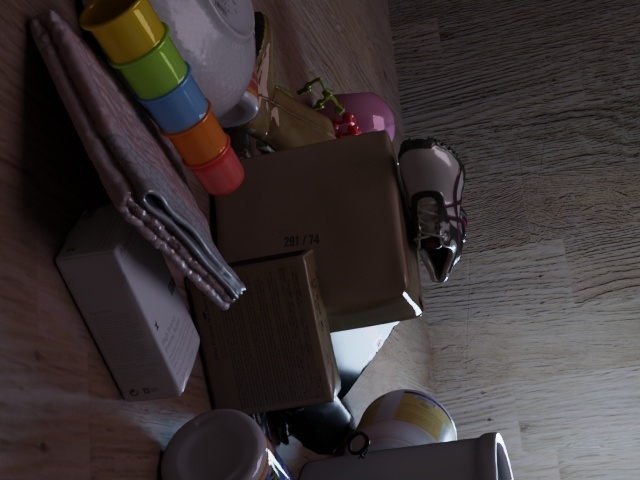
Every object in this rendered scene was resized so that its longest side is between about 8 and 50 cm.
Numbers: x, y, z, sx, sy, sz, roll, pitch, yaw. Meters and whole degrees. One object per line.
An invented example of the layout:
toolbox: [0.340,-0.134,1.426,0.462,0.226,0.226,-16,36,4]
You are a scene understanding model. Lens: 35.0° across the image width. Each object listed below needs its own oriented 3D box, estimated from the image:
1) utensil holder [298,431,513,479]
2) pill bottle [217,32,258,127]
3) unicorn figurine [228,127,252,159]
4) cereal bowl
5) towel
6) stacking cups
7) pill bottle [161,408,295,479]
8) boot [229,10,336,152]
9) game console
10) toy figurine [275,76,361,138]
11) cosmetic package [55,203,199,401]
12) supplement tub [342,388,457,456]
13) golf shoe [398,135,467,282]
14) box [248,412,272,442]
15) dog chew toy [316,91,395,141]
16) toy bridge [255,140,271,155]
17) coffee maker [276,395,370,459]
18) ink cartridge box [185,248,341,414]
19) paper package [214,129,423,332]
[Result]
utensil holder: [0.177,0.552,1.952,0.327,0.386,0.327,-9,90,-76]
pill bottle: [-0.169,-0.311,1.721,0.121,0.121,0.216,50,33,-64]
unicorn figurine: [-0.148,-0.200,1.879,0.111,0.060,0.161,-43,138,-76]
cereal bowl: [-0.195,-0.342,1.476,0.339,0.141,0.339,51,28,-41]
towel: [-0.222,-0.096,1.282,0.317,0.053,0.332,59,1,29]
stacking cups: [-0.194,-0.183,1.336,0.096,0.096,0.316,-84,152,-47]
pill bottle: [-0.106,0.370,1.439,0.272,0.152,0.152,64,21,-46]
boot: [-0.069,-0.263,1.884,0.269,0.089,0.236,25,73,-50]
game console: [0.051,0.141,2.003,0.342,0.060,0.386,-53,151,-12]
toy figurine: [-0.021,-0.149,2.086,0.362,0.191,0.217,50,38,-61]
cosmetic package: [-0.236,0.078,1.273,0.117,0.086,0.231,-80,157,-55]
supplement tub: [0.177,0.495,2.288,0.331,0.241,0.241,-40,119,-74]
golf shoe: [0.193,-0.051,1.686,0.120,0.105,0.273,-77,155,-43]
box: [-0.108,0.321,1.738,0.067,0.018,0.083,-49,128,-73]
dog chew toy: [0.086,-0.199,2.522,0.206,0.207,0.331,-34,121,-75]
toy bridge: [-0.108,-0.104,1.978,0.063,0.026,0.188,50,39,-68]
coffee maker: [-0.008,0.301,1.838,0.178,0.171,0.120,61,40,-49]
ink cartridge box: [-0.086,0.145,1.586,0.088,0.193,0.234,-40,120,-76]
paper package: [-0.008,-0.001,1.733,0.168,0.325,0.309,48,33,-66]
